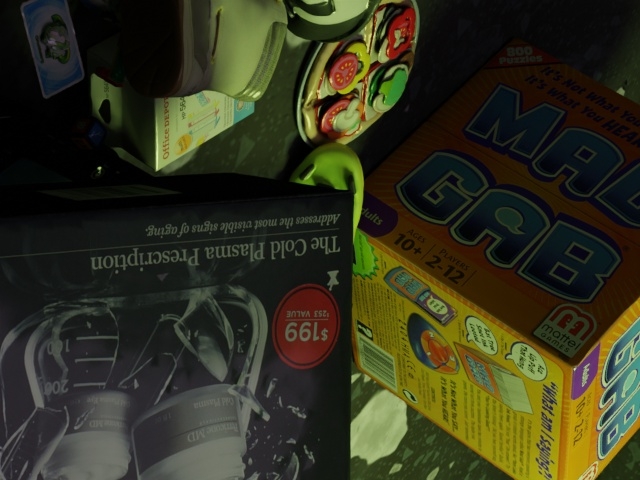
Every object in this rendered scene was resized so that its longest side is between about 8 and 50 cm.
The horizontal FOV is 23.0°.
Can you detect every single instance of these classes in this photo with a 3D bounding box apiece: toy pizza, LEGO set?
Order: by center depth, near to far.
[{"bbox_3d":[-0.190,-0.201,1.249,0.182,0.060,0.244,-38,125,-47],"label":"LEGO set"},{"bbox_3d":[0.049,-0.183,1.721,0.201,0.032,0.201,-39,148,-30],"label":"toy pizza"}]

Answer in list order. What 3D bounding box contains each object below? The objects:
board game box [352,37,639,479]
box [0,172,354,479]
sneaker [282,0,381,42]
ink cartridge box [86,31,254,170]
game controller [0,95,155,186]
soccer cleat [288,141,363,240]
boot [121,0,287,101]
[{"bbox_3d":[0.276,0.043,1.980,0.356,0.356,0.356,-43,151,-23],"label":"board game box"},{"bbox_3d":[-0.157,0.115,1.227,0.343,0.179,0.312,-6,101,-37],"label":"box"},{"bbox_3d":[-0.003,-0.262,1.395,0.146,0.122,0.330,-2,170,-20],"label":"sneaker"},{"bbox_3d":[-0.139,-0.137,1.405,0.143,0.090,0.092,-36,146,-34],"label":"ink cartridge box"},{"bbox_3d":[-0.246,-0.030,1.334,0.166,0.067,0.319,-26,158,16],"label":"game controller"},{"bbox_3d":[-0.001,0.000,1.811,0.121,0.093,0.289,-71,170,-54],"label":"soccer cleat"},{"bbox_3d":[-0.091,-0.220,1.289,0.165,0.077,0.213,-4,98,-61],"label":"boot"}]
